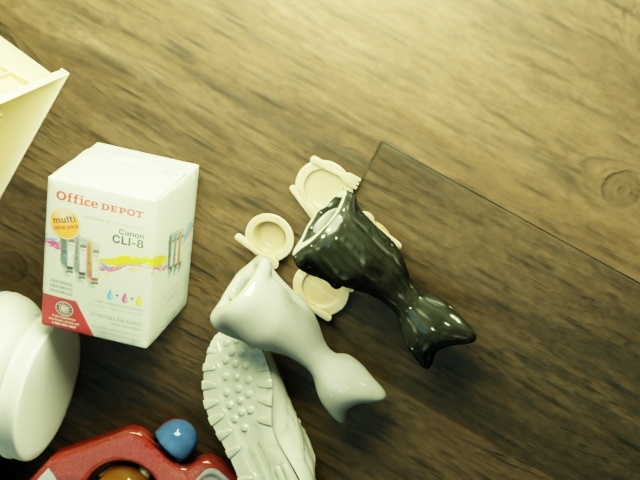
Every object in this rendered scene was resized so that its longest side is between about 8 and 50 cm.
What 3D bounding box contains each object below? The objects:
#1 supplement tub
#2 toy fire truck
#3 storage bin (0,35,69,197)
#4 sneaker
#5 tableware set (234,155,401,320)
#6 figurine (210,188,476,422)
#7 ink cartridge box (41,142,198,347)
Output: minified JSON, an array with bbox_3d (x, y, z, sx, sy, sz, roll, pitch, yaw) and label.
[{"bbox_3d":[-0.434,0.134,1.563,0.272,0.191,0.191,15,114,11],"label":"supplement tub"},{"bbox_3d":[-0.197,0.346,1.614,0.302,0.169,0.254,44,92,-4],"label":"toy fire truck"},{"bbox_3d":[-0.430,-0.082,1.441,0.123,0.260,0.262,38,117,4],"label":"storage bin"},{"bbox_3d":[-0.063,0.204,1.546,0.090,0.095,0.235,-17,86,27],"label":"sneaker"},{"bbox_3d":[0.000,0.000,1.476,0.141,0.020,0.168,43,117,-3],"label":"tableware set"},{"bbox_3d":[0.025,0.085,1.456,0.209,0.092,0.215,44,121,-14],"label":"figurine"},{"bbox_3d":[-0.217,0.002,1.481,0.128,0.127,0.176,12,113,12],"label":"ink cartridge box"}]
